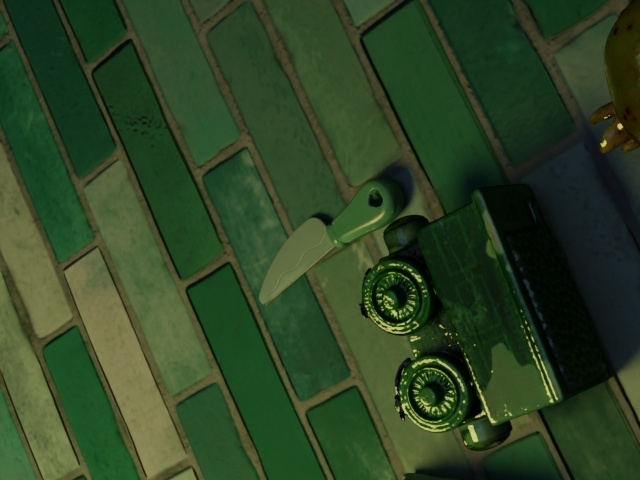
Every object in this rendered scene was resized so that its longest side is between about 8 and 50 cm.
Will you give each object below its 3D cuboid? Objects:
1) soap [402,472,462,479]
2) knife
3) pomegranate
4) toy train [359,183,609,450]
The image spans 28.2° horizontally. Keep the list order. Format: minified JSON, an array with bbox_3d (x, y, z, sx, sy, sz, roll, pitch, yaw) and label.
[{"bbox_3d":[0.151,0.407,1.436,0.160,0.087,0.265,1,96,35],"label":"soap"},{"bbox_3d":[0.000,-0.002,1.538,0.260,0.034,0.063,-35,71,36],"label":"knife"},{"bbox_3d":[0.337,-0.150,1.180,0.246,0.198,0.198,-19,84,38],"label":"pomegranate"},{"bbox_3d":[0.166,0.083,1.358,0.202,0.145,0.266,-27,80,31],"label":"toy train"}]
